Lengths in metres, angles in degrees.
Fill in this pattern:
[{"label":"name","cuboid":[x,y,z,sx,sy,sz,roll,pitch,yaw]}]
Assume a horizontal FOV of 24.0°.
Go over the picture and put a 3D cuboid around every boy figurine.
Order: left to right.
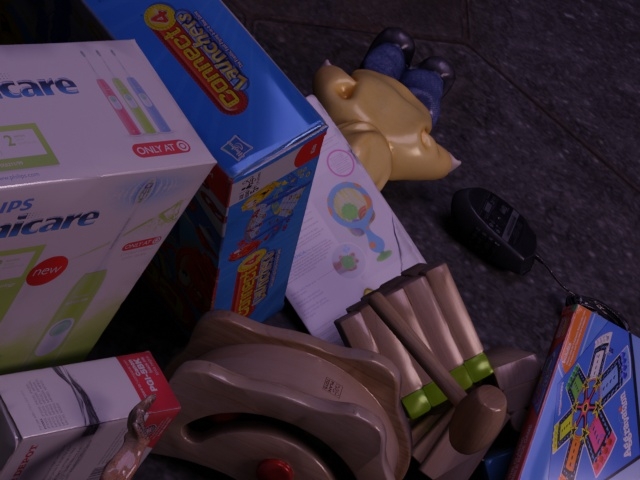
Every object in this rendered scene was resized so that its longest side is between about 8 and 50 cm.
[{"label":"boy figurine","cuboid":[0.063,-0.113,1.539,0.177,0.092,0.285,34,37,-5]}]

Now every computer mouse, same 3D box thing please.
[{"label":"computer mouse","cuboid":[0.225,0.034,1.564,0.242,0.041,0.071,42,35,-4]}]

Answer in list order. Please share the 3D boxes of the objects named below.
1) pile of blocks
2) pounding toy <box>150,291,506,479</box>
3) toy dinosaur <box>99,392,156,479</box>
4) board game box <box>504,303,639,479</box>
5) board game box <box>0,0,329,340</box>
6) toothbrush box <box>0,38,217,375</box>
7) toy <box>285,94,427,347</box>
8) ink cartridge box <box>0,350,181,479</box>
[{"label":"pile of blocks","cuboid":[0.152,0.163,1.323,0.362,0.149,0.112,40,-8,-11]},{"label":"pounding toy","cuboid":[0.002,0.137,1.185,0.269,0.154,0.155,16,37,4]},{"label":"toy dinosaur","cuboid":[-0.125,0.244,0.979,0.200,0.127,0.295,48,43,4]},{"label":"board game box","cuboid":[0.222,0.209,1.246,0.145,0.027,0.281,29,69,-17]},{"label":"board game box","cuboid":[-0.138,-0.101,1.182,0.086,0.302,0.308,-33,71,-22]},{"label":"toothbrush box","cuboid":[-0.233,0.007,1.004,0.206,0.283,0.122,-10,56,-46]},{"label":"toy","cuboid":[0.000,0.000,1.379,0.137,0.056,0.237,-31,81,-26]},{"label":"ink cartridge box","cuboid":[-0.182,0.135,1.060,0.135,0.099,0.056,-6,54,-43]}]
